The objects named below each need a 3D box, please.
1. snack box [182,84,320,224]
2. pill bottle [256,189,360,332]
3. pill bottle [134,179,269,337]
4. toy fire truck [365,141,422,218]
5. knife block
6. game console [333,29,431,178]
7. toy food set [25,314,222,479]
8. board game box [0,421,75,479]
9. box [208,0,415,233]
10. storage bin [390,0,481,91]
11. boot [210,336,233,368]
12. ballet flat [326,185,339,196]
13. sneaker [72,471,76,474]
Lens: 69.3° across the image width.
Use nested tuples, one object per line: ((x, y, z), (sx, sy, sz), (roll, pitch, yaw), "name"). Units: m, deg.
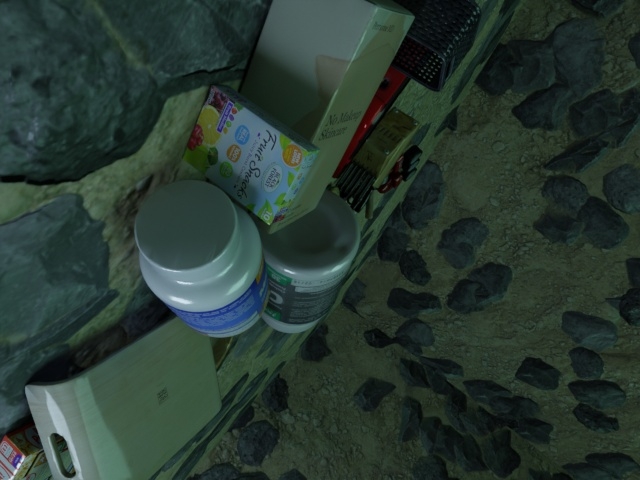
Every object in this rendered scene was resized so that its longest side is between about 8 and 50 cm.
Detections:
((-0.083, -0.100, 0.537), (0.100, 0.141, 0.037), (-59, 167, 26), "snack box")
((-0.047, 0.062, 1.001), (0.204, 0.204, 0.361), (-48, 166, -29), "pill bottle")
((-0.150, 0.033, 0.626), (0.152, 0.152, 0.272), (-50, 168, -19), "pill bottle")
((0.188, -0.187, 1.412), (0.246, 0.158, 0.217), (-41, 168, -5), "toy fire truck")
((0.145, -0.205, 1.287), (0.276, 0.088, 0.242), (-47, 167, -34), "knife block")
((0.140, -0.313, 0.904), (0.387, 0.060, 0.342), (-54, -178, -8), "game console")
((-0.281, 0.236, 0.729), (0.306, 0.092, 0.220), (-33, 124, -56), "toy food set")
((-0.408, 0.321, 0.702), (0.147, 0.045, 0.193), (-56, 168, 9), "board game box")
((-0.021, -0.178, 0.612), (0.148, 0.121, 0.311), (-36, 159, -55), "box")
((0.123, -0.309, 0.657), (0.084, 0.180, 0.122), (-55, 169, 2), "storage bin")
((-0.269, 0.262, 0.998), (0.295, 0.104, 0.211), (-50, 174, 3), "boot")
((-0.018, 0.025, 1.235), (0.349, 0.123, 0.123), (-57, 168, 12), "ballet flat")
((-0.494, 0.469, 0.799), (0.075, 0.057, 0.161), (-41, 180, 37), "sneaker")
